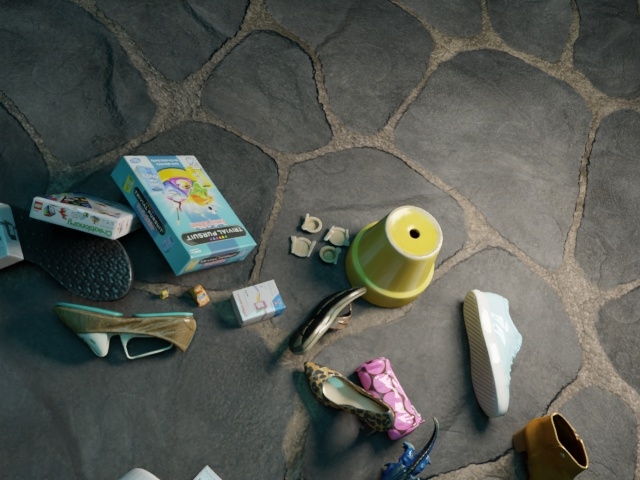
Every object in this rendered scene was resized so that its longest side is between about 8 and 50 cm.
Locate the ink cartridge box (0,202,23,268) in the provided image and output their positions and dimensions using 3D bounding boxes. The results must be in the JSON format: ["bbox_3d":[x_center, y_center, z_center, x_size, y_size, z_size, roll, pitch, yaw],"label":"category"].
[{"bbox_3d":[-0.803,-0.007,1.439,0.109,0.063,0.150,-23,76,3],"label":"ink cartridge box"}]

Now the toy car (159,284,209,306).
[{"bbox_3d":[-0.356,0.149,1.555,0.122,0.040,0.060,-11,66,-21],"label":"toy car"}]

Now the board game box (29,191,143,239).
[{"bbox_3d":[-0.566,-0.067,1.479,0.193,0.305,0.053,16,95,-6],"label":"board game box"}]

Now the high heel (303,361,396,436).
[{"bbox_3d":[0.071,0.372,1.466,0.261,0.186,0.093,42,60,9],"label":"high heel"}]

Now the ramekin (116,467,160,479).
[{"bbox_3d":[-0.345,0.596,1.191,0.277,0.277,0.135,44,53,10],"label":"ramekin"}]

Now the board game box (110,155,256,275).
[{"bbox_3d":[-0.360,-0.081,1.586,0.336,0.079,0.254,53,31,15],"label":"board game box"}]

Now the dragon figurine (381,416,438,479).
[{"bbox_3d":[0.197,0.555,1.397,0.085,0.289,0.144,42,22,6],"label":"dragon figurine"}]

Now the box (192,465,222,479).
[{"bbox_3d":[-0.251,0.575,1.320,0.101,0.102,0.087,40,58,9],"label":"box"}]

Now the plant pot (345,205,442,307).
[{"bbox_3d":[0.221,0.032,1.661,0.254,0.239,0.253,7,61,-13],"label":"plant pot"}]

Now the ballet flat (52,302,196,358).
[{"bbox_3d":[-0.482,0.227,1.455,0.343,0.116,0.123,7,80,-16],"label":"ballet flat"}]

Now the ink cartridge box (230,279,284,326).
[{"bbox_3d":[-0.170,0.169,1.589,0.123,0.052,0.088,-16,68,-21],"label":"ink cartridge box"}]

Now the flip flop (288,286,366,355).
[{"bbox_3d":[0.027,0.219,1.594,0.277,0.112,0.080,-45,107,-32],"label":"flip flop"}]

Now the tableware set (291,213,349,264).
[{"bbox_3d":[0.000,0.000,1.736,0.169,0.020,0.141,18,57,3],"label":"tableware set"}]

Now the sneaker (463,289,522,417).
[{"bbox_3d":[0.505,0.307,1.651,0.150,0.135,0.365,5,62,-9],"label":"sneaker"}]

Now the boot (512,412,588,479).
[{"bbox_3d":[0.602,0.590,1.480,0.104,0.211,0.294,-14,67,-21],"label":"boot"}]

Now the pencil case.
[{"bbox_3d":[0.178,0.403,1.536,0.098,0.095,0.209,-32,73,9],"label":"pencil case"}]

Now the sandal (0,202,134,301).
[{"bbox_3d":[-0.652,0.022,1.502,0.446,0.107,0.167,23,80,11],"label":"sandal"}]
